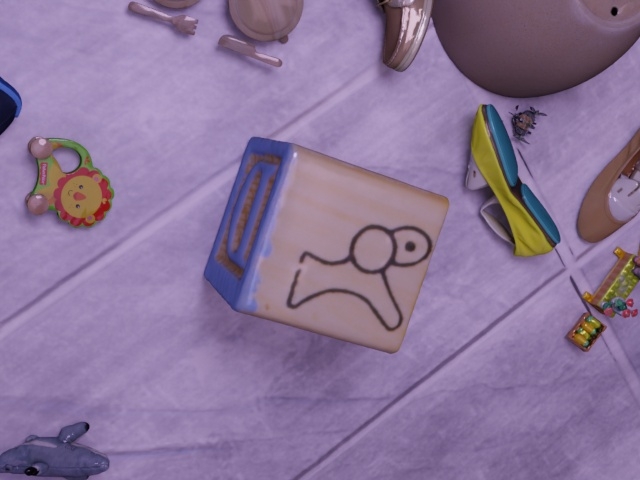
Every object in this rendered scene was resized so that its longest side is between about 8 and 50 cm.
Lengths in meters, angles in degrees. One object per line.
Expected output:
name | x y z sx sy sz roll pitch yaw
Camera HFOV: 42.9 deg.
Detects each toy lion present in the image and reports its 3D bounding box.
toy lion | -0.283 -0.065 0.925 0.096 0.034 0.100 2 99 -26

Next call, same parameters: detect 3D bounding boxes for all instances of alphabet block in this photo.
alphabet block | 0.000 0.000 0.943 0.197 0.193 0.192 18 95 -21

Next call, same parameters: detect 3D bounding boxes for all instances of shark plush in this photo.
shark plush | -0.329 0.250 0.944 0.161 0.067 0.073 13 96 -20

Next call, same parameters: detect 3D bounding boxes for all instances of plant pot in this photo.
plant pot | 0.299 -0.315 0.987 0.284 0.191 0.284 -3 101 -17

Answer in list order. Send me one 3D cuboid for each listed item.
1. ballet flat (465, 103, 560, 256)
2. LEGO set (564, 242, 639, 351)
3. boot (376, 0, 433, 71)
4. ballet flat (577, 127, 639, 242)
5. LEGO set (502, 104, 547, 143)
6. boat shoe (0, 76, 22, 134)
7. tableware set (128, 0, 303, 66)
ballet flat | 0.238 -0.069 1.077 0.077 0.077 0.231 -21 115 29
LEGO set | 0.487 0.066 1.164 0.287 0.107 0.132 -20 105 -14
boot | 0.053 -0.318 0.965 0.165 0.077 0.213 7 92 -20
ballet flat | 0.445 -0.095 1.138 0.080 0.073 0.232 34 88 -20
LEGO set | 0.262 -0.156 1.097 0.083 0.023 0.054 -3 99 -5
boat shoe | -0.429 -0.186 0.813 0.258 0.109 0.089 37 90 -19
tableware set | -0.114 -0.294 0.935 0.194 0.039 0.128 18 106 -15
